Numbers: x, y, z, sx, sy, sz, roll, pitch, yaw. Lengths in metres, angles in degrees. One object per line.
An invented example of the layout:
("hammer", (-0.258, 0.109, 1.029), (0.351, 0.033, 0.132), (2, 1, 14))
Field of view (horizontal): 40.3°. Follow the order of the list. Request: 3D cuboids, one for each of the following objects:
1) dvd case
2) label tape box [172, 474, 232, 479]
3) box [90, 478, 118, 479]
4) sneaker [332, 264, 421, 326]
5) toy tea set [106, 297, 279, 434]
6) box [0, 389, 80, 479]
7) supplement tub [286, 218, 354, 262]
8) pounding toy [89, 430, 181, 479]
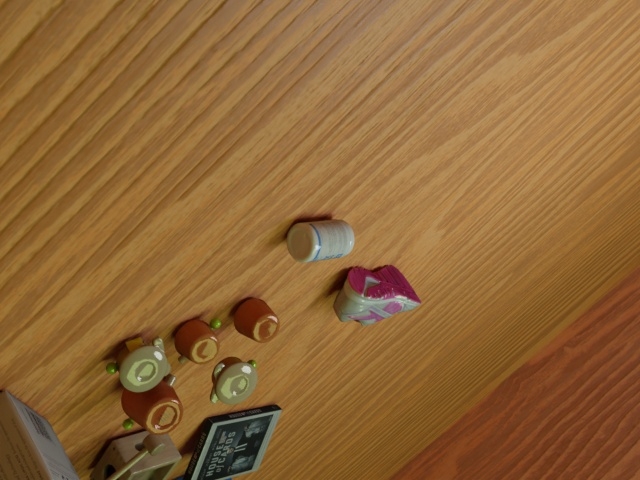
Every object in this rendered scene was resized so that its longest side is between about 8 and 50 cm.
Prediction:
("dvd case", (-0.203, 0.477, 2.036), (0.239, 0.030, 0.179), (2, 114, -53))
("label tape box", (-0.360, 0.723, 2.183), (0.241, 0.106, 0.333), (-16, 141, -37))
("box", (-0.508, 0.634, 1.857), (0.257, 0.128, 0.123), (-42, 154, 8))
("sneaker", (0.113, 0.122, 1.850), (0.252, 0.103, 0.111), (8, 133, -48))
("toy tea set", (-0.229, 0.214, 1.585), (0.336, 0.124, 0.199), (-18, 119, -29))
("box", (-0.479, 0.362, 1.384), (0.119, 0.182, 0.181), (-33, 154, -10))
("supplement tub", (0.000, 0.000, 1.524), (0.107, 0.071, 0.071), (-6, 140, -46))
("pounding toy", (-0.374, 0.427, 1.724), (0.181, 0.094, 0.206), (-6, 140, -48))
